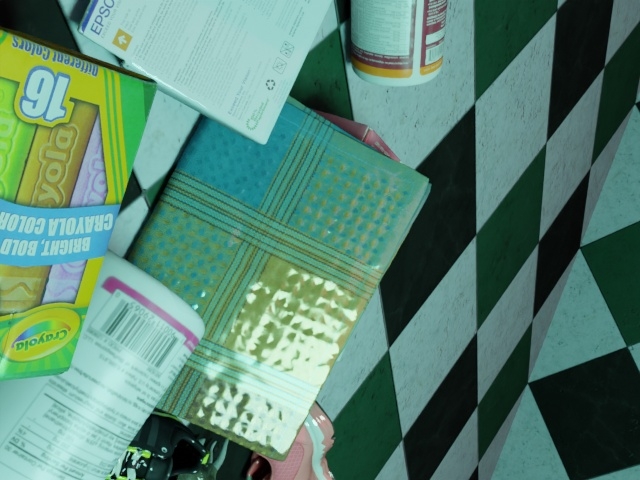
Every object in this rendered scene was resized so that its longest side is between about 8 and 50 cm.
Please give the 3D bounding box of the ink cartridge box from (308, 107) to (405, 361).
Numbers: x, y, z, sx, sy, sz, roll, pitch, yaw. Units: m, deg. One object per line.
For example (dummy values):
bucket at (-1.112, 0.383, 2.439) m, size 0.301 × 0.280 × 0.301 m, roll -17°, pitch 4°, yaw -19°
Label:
ink cartridge box at (0.000, 0.000, 0.972) m, size 0.282 × 0.117 × 0.207 m, roll -64°, pitch 150°, yaw -5°

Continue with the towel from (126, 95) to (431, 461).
towel at (-0.068, 0.031, 0.822) m, size 0.272 × 0.040 × 0.370 m, roll 29°, pitch 85°, yaw -17°

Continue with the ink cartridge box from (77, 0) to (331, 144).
ink cartridge box at (-0.098, -0.238, 0.707) m, size 0.224 × 0.045 × 0.223 m, roll 28°, pitch 85°, yaw -41°

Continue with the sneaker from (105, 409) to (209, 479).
sneaker at (-0.208, 0.233, 0.822) m, size 0.235 × 0.097 × 0.084 m, roll 15°, pitch 97°, yaw -59°

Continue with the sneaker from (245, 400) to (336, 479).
sneaker at (-0.057, 0.364, 1.170) m, size 0.136 × 0.116 × 0.313 m, roll -25°, pitch 133°, yaw -23°

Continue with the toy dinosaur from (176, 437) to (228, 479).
toy dinosaur at (-0.194, 0.420, 0.953) m, size 0.160 × 0.121 × 0.313 m, roll 4°, pitch 102°, yaw -44°

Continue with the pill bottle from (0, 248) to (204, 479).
pill bottle at (-0.244, 0.149, 0.649) m, size 0.283 × 0.160 × 0.160 m, roll -56°, pitch 148°, yaw -17°

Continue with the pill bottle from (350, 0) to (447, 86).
pill bottle at (0.098, -0.314, 0.911) m, size 0.121 × 0.121 × 0.221 m, roll -38°, pitch 139°, yaw -40°

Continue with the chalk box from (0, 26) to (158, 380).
chalk box at (-0.267, -0.009, 0.491) m, size 0.179 × 0.180 × 0.288 m, roll 7°, pitch 105°, yaw -58°
